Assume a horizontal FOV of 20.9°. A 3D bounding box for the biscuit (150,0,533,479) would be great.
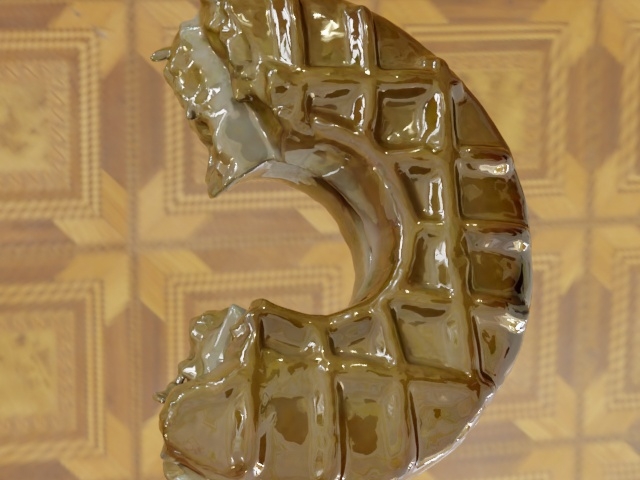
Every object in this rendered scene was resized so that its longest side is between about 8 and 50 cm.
[{"bbox_3d":[0.017,0.011,1.171,0.268,0.115,0.366,7,70,-19],"label":"biscuit"}]
